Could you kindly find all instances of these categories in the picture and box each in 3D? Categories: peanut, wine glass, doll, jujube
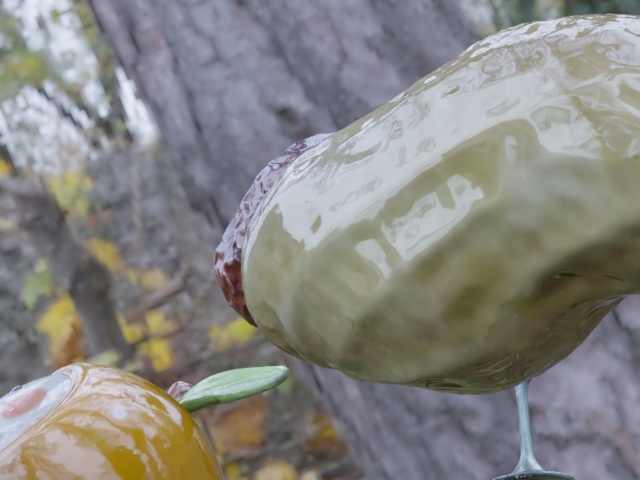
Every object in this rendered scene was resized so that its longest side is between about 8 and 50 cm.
[{"bbox_3d":[0.098,-0.022,0.904,0.158,0.174,0.340,22,-44,-40],"label":"peanut"},{"bbox_3d":[0.172,0.118,1.463,0.079,0.195,0.079,-2,-23,-1],"label":"wine glass"},{"bbox_3d":[-0.146,0.172,1.203,0.236,0.213,0.213,-42,6,-38],"label":"doll"},{"bbox_3d":[0.000,0.000,1.905,0.213,0.213,0.232,-13,-35,-54],"label":"jujube"}]
